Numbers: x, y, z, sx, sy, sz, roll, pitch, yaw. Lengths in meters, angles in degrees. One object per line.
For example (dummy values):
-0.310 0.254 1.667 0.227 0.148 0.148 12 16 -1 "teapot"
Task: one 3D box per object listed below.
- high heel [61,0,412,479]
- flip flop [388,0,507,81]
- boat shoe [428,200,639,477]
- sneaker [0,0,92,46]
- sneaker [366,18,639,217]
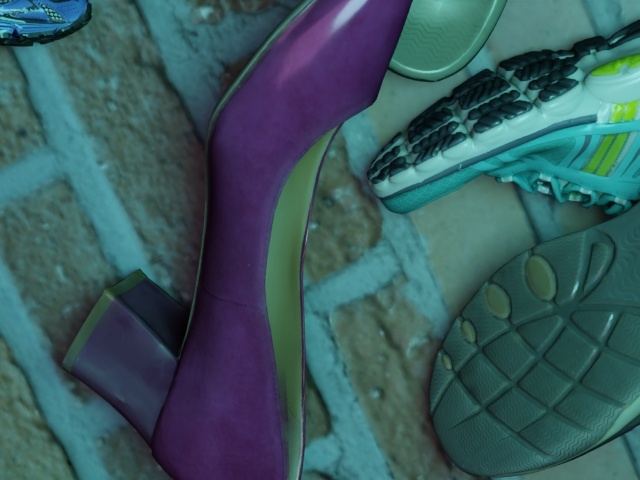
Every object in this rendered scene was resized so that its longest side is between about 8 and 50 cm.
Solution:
0.000 0.000 1.134 0.181 0.127 0.377 38 121 6 "high heel"
0.091 -0.228 1.111 0.112 0.080 0.277 25 104 0 "flip flop"
0.215 0.043 1.115 0.355 0.130 0.132 -38 54 35 "boat shoe"
-0.245 -0.177 1.155 0.221 0.083 0.087 18 95 -2 "sneaker"
0.164 -0.059 1.134 0.275 0.107 0.110 -15 111 9 "sneaker"
